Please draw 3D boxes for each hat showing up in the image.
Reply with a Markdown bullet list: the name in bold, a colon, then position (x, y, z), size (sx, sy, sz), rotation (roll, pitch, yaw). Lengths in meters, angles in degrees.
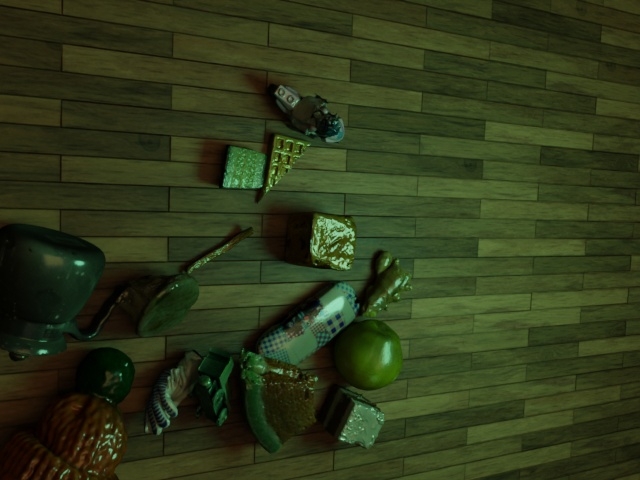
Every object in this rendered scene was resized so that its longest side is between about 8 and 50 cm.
- **hat**: position (-0.520, 0.455, 1.435), size (0.285, 0.285, 0.400), rotation (48, 62, -23)

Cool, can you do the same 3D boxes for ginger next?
- **ginger**: position (0.195, 0.139, 1.857), size (0.115, 0.081, 0.205), rotation (23, 84, -16)

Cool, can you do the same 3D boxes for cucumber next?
- **cucumber**: position (-0.204, -0.182, 1.631), size (0.117, 0.062, 0.115), rotation (9, 93, -35)

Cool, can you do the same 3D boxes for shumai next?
- **shumai**: position (-0.395, 0.138, 1.537), size (0.201, 0.201, 0.120), rotation (-41, 71, -18)

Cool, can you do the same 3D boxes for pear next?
- **pear**: position (0.134, 0.321, 1.788), size (0.198, 0.198, 0.198), rotation (-3, 96, -27)

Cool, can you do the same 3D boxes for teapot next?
- **teapot**: position (-0.603, 0.126, 1.408), size (0.224, 0.305, 0.284), rotation (20, 93, 8)

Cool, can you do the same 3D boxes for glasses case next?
- **glasses case**: position (-0.031, 0.237, 1.752), size (0.328, 0.076, 0.125), rotation (-36, 109, -19)

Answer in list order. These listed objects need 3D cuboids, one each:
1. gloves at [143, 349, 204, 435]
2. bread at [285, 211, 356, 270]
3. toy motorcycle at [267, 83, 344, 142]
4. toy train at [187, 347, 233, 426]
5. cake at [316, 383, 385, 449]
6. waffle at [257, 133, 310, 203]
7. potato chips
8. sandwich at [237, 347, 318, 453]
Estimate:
- **gloves**: position (-0.364, 0.375, 1.583), size (0.229, 0.097, 0.119), rotation (-61, 160, -27)
- **bread**: position (0.000, 0.000, 1.709), size (0.143, 0.149, 0.158), rotation (11, 90, -31)
- **toy motorcycle**: position (-0.017, -0.320, 1.636), size (0.239, 0.204, 0.108), rotation (17, 98, -25)
- **toy train**: position (-0.261, 0.375, 1.603), size (0.200, 0.083, 0.132), rotation (92, 21, -50)
- **cake**: position (0.090, 0.497, 1.801), size (0.135, 0.147, 0.134), rotation (28, 81, -25)
- **waffle**: position (-0.096, -0.182, 1.709), size (0.125, 0.032, 0.190), rotation (8, 93, -30)
- **potato chips**: position (-0.259, 0.026, 1.639), size (0.204, 0.037, 0.026), rotation (-32, 99, -16)
- **sandwich**: position (-0.115, 0.427, 1.671), size (0.212, 0.109, 0.291), rotation (2, 113, -11)
